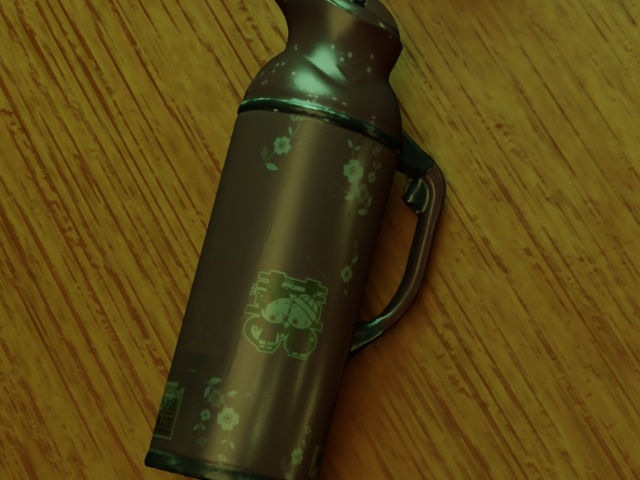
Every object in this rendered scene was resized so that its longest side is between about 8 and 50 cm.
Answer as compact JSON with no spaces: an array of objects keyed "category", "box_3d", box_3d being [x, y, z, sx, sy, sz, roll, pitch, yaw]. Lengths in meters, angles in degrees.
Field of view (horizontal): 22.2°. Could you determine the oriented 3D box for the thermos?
[{"category":"thermos","box_3d":[-0.005,-0.002,1.033,0.136,0.109,0.330,11,80,16]}]
